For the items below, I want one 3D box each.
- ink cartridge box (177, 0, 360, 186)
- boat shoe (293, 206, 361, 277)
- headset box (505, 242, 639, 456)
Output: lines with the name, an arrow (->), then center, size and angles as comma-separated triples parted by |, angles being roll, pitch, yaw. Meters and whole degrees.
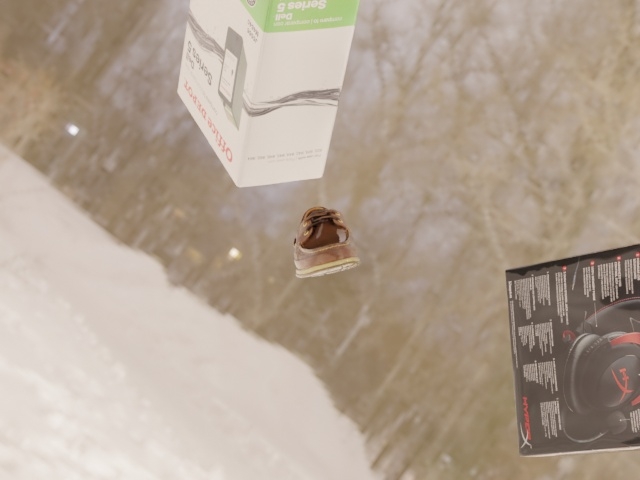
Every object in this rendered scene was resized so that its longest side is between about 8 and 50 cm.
ink cartridge box -> -0.062, -0.225, 1.693 | 0.115, 0.273, 0.198 | -9, 43, -25
boat shoe -> 0.000, 0.000, 1.488 | 0.178, 0.064, 0.060 | -123, -159, -83
headset box -> 0.353, 0.118, 1.635 | 0.110, 0.218, 0.293 | 7, -15, -44
